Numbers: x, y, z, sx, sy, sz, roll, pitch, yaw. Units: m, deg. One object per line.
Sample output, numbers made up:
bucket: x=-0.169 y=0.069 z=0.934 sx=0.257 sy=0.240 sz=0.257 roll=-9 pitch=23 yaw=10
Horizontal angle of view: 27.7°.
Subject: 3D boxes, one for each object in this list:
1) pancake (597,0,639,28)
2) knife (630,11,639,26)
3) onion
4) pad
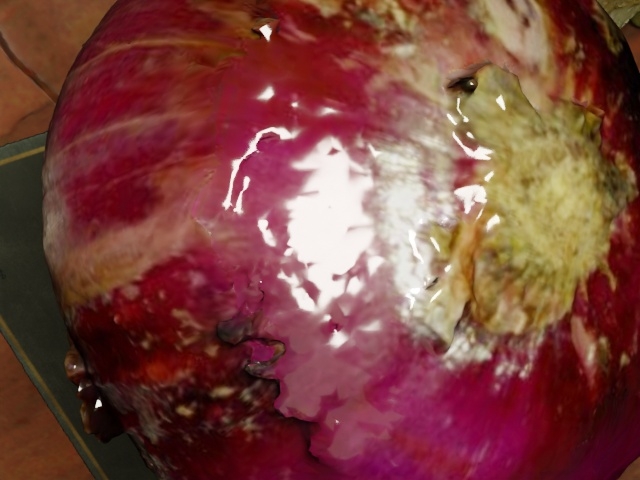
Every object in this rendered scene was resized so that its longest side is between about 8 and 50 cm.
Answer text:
pancake: x=0.059 y=-0.223 z=0.713 sx=0.356 sy=0.065 sz=0.356 roll=0 pitch=126 yaw=0
knife: x=0.336 y=-0.162 z=0.785 sx=0.298 sy=0.017 sz=0.047 roll=-4 pitch=119 yaw=3
onion: x=0.000 y=0.000 z=0.696 sx=0.348 sy=0.348 sz=0.385 roll=38 pitch=156 yaw=-24
pad: x=-0.073 y=0.074 z=0.919 sx=0.315 sy=0.063 sz=0.375 roll=-18 pitch=124 yaw=11
